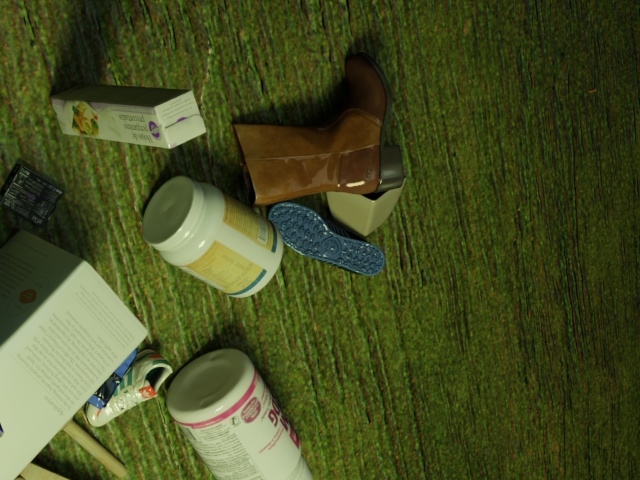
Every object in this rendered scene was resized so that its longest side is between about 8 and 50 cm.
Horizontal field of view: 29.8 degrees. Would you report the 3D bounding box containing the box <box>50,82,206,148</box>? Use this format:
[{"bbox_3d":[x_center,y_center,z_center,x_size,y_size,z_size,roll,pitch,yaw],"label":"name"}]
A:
[{"bbox_3d":[-0.280,-0.180,1.700,0.067,0.324,0.063,-31,115,-31],"label":"box"}]

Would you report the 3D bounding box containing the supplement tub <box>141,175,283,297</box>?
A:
[{"bbox_3d":[-0.174,-0.007,1.941,0.199,0.144,0.144,33,81,-38],"label":"supplement tub"}]

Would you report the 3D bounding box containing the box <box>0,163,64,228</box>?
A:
[{"bbox_3d":[-0.435,-0.066,1.803,0.083,0.018,0.067,33,80,-38],"label":"box"}]

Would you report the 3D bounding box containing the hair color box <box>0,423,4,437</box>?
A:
[{"bbox_3d":[-0.547,0.185,1.547,0.185,0.339,0.110,-37,129,-7],"label":"hair color box"}]

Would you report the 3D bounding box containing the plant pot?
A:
[{"bbox_3d":[0.076,-0.074,2.139,0.109,0.109,0.096,-37,144,-43],"label":"plant pot"}]

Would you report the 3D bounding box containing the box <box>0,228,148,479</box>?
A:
[{"bbox_3d":[-0.456,0.178,1.719,0.345,0.215,0.168,-48,127,-18],"label":"box"}]

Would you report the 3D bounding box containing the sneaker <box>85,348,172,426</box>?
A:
[{"bbox_3d":[-0.308,0.243,1.943,0.161,0.075,0.057,-42,123,-23],"label":"sneaker"}]

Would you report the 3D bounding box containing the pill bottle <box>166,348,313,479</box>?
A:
[{"bbox_3d":[-0.130,0.335,2.050,0.160,0.160,0.283,-43,124,-22],"label":"pill bottle"}]

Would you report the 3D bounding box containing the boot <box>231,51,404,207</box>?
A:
[{"bbox_3d":[-0.017,-0.193,2.056,0.280,0.096,0.264,-6,81,-17],"label":"boot"}]

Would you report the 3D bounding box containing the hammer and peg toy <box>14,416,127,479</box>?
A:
[{"bbox_3d":[-0.431,0.430,1.859,0.266,0.127,0.361,36,78,-38],"label":"hammer and peg toy"}]

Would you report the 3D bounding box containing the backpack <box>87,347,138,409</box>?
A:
[{"bbox_3d":[-0.350,0.188,1.883,0.101,0.098,0.120,44,74,-33],"label":"backpack"}]

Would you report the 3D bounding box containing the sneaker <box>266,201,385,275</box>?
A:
[{"bbox_3d":[0.000,0.000,2.129,0.232,0.090,0.081,28,84,-18],"label":"sneaker"}]
